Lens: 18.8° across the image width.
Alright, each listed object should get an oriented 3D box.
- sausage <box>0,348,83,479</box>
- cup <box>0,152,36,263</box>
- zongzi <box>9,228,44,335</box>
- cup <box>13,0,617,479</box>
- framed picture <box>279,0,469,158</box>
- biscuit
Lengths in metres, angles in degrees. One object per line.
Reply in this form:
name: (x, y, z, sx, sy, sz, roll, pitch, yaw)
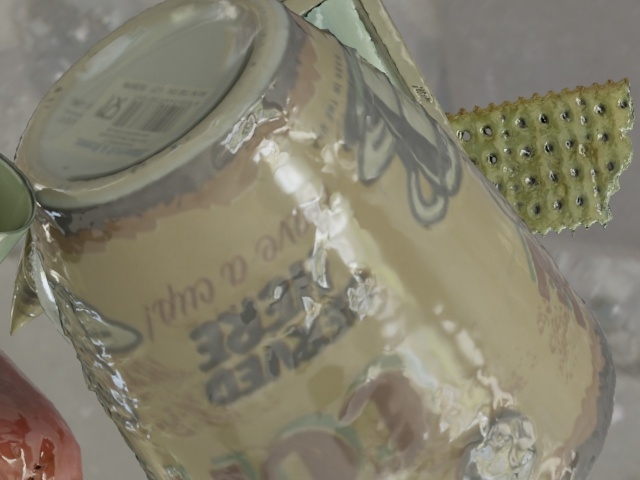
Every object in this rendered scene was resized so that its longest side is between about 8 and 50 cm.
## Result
sausage: (-0.304, 0.160, 1.623, 0.280, 0.152, 0.152, 37, 144, 49)
cup: (-0.155, 0.011, 0.801, 0.075, 0.054, 0.083, 51, 123, 19)
zongzi: (-0.171, 0.009, 1.193, 0.040, 0.076, 0.083, 16, 141, -25)
cup: (-0.041, 0.013, 0.921, 0.301, 0.227, 0.257, 3, 137, 45)
framed picture: (0.000, 0.000, 1.352, 0.335, 0.247, 0.022, 59, 171, -26)
biscuit: (0.207, -0.070, 1.855, 0.203, 0.016, 0.144, -9, 88, 8)
